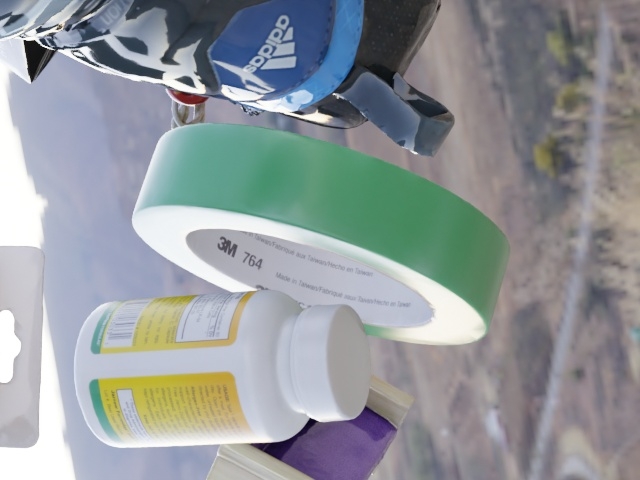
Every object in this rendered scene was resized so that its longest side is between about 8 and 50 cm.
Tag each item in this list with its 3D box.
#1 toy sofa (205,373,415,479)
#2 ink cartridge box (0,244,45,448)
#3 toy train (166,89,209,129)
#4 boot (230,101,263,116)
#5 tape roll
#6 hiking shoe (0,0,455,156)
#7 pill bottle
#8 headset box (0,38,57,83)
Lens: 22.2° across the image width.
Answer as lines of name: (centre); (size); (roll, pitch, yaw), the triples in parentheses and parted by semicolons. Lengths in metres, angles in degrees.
toy sofa: (-0.001, 0.224, 1.881); (0.177, 0.150, 0.362); (-64, -8, 18)
ink cartridge box: (-0.241, 0.051, 0.825); (0.067, 0.198, 0.115); (148, 123, -81)
toy train: (-0.057, -0.155, 1.429); (0.248, 0.143, 0.105); (94, -174, -49)
boot: (-0.062, -0.135, 1.146); (0.099, 0.045, 0.121); (54, 173, -9)
tape roll: (0.000, 0.000, 1.410); (0.321, 0.321, 0.077); (98, -171, -76)
hiking shoe: (-0.048, -0.141, 0.470); (0.113, 0.132, 0.304); (-42, 37, 32)
pill bottle: (-0.073, 0.098, 1.258); (0.117, 0.208, 0.118); (-6, -90, -67)
headset box: (-0.231, -0.272, 0.982); (0.218, 0.293, 0.110); (-56, -4, -16)
